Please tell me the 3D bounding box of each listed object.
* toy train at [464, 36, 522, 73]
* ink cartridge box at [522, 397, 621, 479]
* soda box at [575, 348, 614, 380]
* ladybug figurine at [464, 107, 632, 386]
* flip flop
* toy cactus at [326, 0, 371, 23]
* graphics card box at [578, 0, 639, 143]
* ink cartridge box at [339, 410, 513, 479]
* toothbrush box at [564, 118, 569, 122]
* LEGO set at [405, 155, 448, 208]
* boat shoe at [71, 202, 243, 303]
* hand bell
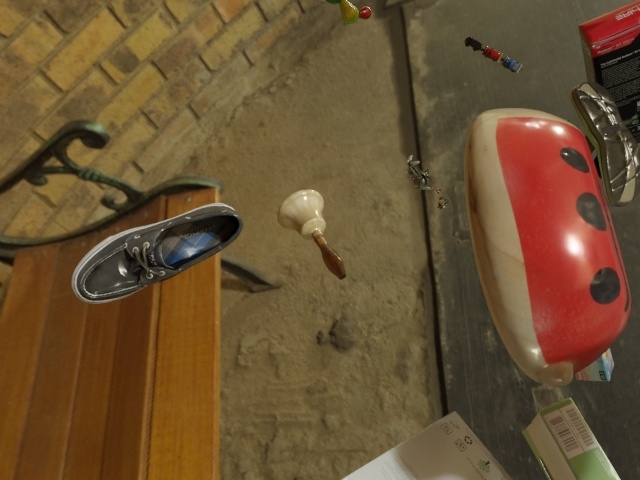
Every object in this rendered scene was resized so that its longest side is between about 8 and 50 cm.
[{"bbox_3d":[0.421,-0.452,1.298,0.158,0.036,0.027,30,108,4],"label":"toy train"},{"bbox_3d":[0.381,0.344,0.804,0.056,0.235,0.171,-26,61,3],"label":"ink cartridge box"},{"bbox_3d":[0.507,0.178,1.026,0.063,0.183,0.058,-9,19,41],"label":"soda box"},{"bbox_3d":[0.327,-0.014,0.769,0.162,0.305,0.449,-18,54,31],"label":"ladybug figurine"},{"bbox_3d":[0.592,-0.201,1.128,0.112,0.080,0.277,-13,77,-21],"label":"flip flop"},{"bbox_3d":[0.023,-0.420,0.800,0.180,0.219,0.112,-28,59,-21],"label":"toy cactus"},{"bbox_3d":[0.735,-0.374,1.203,0.233,0.371,0.094,-21,50,22],"label":"graphics card box"},{"bbox_3d":[0.129,0.356,0.699,0.165,0.333,0.065,51,127,29],"label":"ink cartridge box"},{"bbox_3d":[0.469,-0.090,1.156,0.122,0.206,0.283,3,54,26],"label":"toothbrush box"},{"bbox_3d":[0.135,-0.074,0.704,0.023,0.054,0.083,-33,62,-2],"label":"LEGO set"},{"bbox_3d":[-0.201,0.017,0.680,0.229,0.080,0.076,-23,14,-21],"label":"boat shoe"},{"bbox_3d":[0.000,0.000,1.260,0.126,0.126,0.242,-34,50,2],"label":"hand bell"}]
